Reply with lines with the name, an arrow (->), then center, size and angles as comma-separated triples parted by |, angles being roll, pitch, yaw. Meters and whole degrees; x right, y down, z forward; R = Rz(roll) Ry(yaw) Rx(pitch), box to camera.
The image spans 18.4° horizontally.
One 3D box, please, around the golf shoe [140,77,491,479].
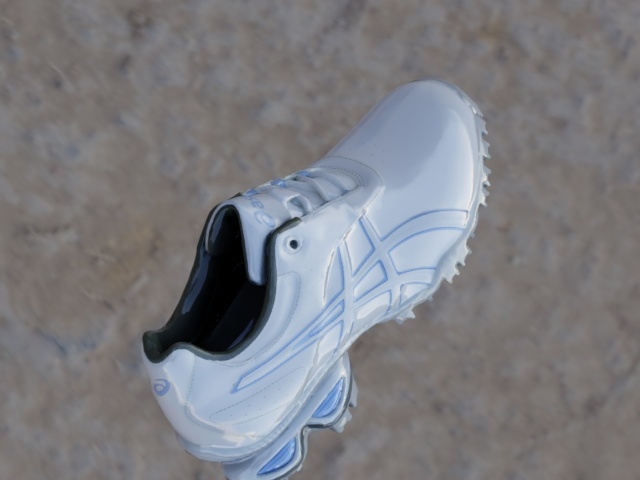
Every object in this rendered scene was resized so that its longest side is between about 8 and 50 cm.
golf shoe -> 0.000, 0.000, 0.711 | 0.176, 0.069, 0.086 | -59, 140, -20
